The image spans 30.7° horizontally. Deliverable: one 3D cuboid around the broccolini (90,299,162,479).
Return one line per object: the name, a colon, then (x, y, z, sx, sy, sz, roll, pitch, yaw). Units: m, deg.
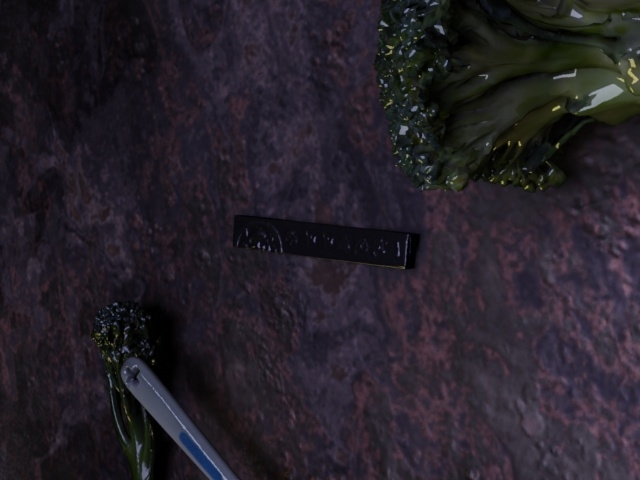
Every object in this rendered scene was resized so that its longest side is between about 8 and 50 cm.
broccolini: (-0.171, 0.155, 1.111, 0.091, 0.068, 0.202, -2, 101, 43)

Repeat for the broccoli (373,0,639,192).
broccoli: (0.217, -0.129, 0.750, 0.362, 0.252, 0.221, 5, 97, 4)

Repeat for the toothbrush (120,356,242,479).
toothbrush: (-0.045, 0.233, 0.987, 0.386, 0.040, 0.040, 44, 115, 24)

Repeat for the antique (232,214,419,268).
antique: (0.000, 0.000, 0.994, 0.192, 0.015, 0.031, 6, 93, 38)
